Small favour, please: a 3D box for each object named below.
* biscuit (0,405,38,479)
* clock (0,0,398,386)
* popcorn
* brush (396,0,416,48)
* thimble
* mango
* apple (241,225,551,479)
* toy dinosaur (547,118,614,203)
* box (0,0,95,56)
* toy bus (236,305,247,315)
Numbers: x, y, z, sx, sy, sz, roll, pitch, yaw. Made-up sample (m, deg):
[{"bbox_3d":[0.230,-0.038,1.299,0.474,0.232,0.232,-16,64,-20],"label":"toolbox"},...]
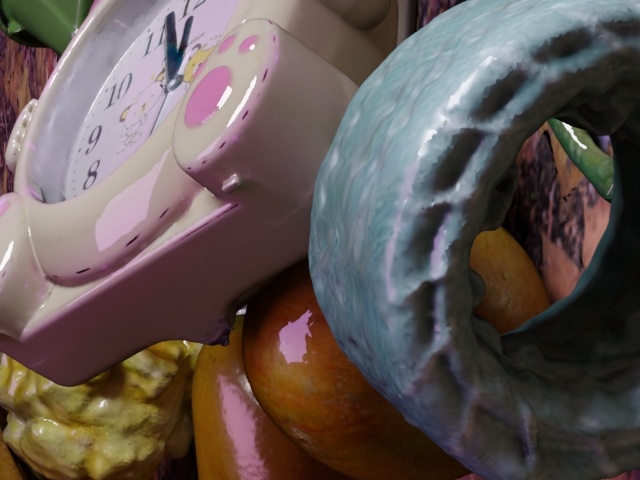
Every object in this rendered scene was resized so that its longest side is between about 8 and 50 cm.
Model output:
[{"bbox_3d":[-0.263,0.319,1.650,0.381,0.074,0.359,53,171,16],"label":"biscuit"},{"bbox_3d":[-0.072,-0.086,0.949,0.284,0.114,0.309,-31,35,38],"label":"clock"},{"bbox_3d":[-0.203,0.101,1.585,0.252,0.215,0.286,142,130,-72],"label":"popcorn"},{"bbox_3d":[0.044,-0.252,1.168,0.050,0.060,0.321,-145,59,-80],"label":"brush"},{"bbox_3d":[0.108,-0.012,0.752,0.235,0.198,0.143,-58,20,1],"label":"thimble"},{"bbox_3d":[-0.023,0.161,1.155,0.151,0.120,0.221,2,106,55],"label":"mango"},{"bbox_3d":[0.043,0.053,0.935,0.155,0.182,0.182,-144,59,-64],"label":"apple"},{"bbox_3d":[0.067,-0.186,1.032,0.447,0.087,0.301,10,100,59],"label":"toy dinosaur"},{"bbox_3d":[-0.126,-0.292,1.402,0.178,0.252,0.329,46,132,47],"label":"box"},{"bbox_3d":[-0.021,-0.092,1.262,0.138,0.097,0.343,132,138,-64],"label":"toy bus"}]
